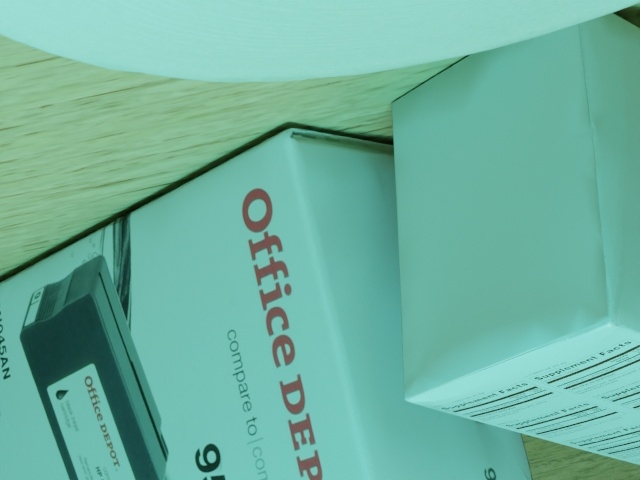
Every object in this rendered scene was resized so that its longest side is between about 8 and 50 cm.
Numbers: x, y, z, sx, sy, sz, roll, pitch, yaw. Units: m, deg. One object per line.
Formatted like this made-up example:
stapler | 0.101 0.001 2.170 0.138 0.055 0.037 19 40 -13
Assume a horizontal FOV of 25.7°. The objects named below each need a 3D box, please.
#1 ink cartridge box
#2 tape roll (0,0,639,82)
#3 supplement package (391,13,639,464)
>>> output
ink cartridge box | -0.080 0.132 0.948 0.395 0.285 0.166 -25 161 35
tape roll | 0.055 -0.159 0.425 0.392 0.072 0.392 -13 165 -4
supplement package | 0.165 0.005 0.801 0.203 0.194 0.149 20 148 -35
